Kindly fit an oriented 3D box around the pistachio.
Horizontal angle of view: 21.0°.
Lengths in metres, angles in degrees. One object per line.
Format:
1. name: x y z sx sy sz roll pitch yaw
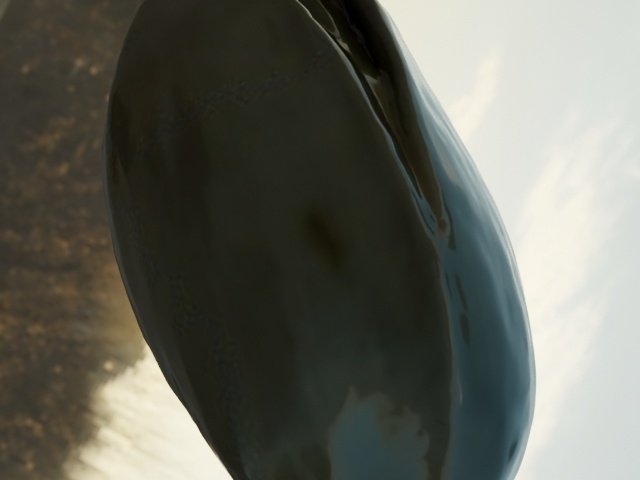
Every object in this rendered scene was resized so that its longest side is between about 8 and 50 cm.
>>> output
1. pistachio: 0.000 0.000 0.627 0.153 0.138 0.238 -47 -121 47
